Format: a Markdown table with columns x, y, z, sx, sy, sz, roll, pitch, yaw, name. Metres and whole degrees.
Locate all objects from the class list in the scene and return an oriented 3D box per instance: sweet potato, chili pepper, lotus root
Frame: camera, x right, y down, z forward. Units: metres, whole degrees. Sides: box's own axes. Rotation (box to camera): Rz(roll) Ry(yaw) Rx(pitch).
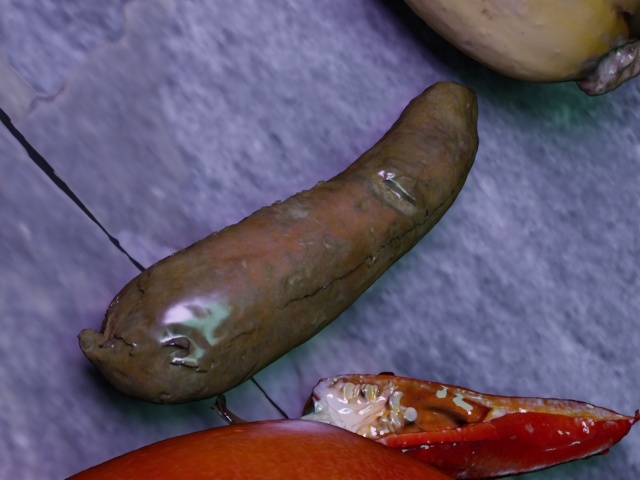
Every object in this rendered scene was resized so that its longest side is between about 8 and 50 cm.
| x | y | z | sx | sy | sz | roll | pitch | yaw | name |
| --- | --- | --- | --- | --- | --- | --- | --- | --- | --- |
| 0.000 | 0.000 | 0.758 | 0.273 | 0.075 | 0.075 | -35 | 102 | -32 | sweet potato |
| 0.063 | 0.101 | 0.797 | 0.268 | 0.059 | 0.050 | 6 | 119 | -33 | chili pepper |
| 0.072 | -0.199 | 0.793 | 0.303 | 0.131 | 0.146 | 53 | 38 | -15 | lotus root |

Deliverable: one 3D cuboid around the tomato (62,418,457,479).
| x | y | z | sx | sy | sz | roll | pitch | yaw | name |
| --- | --- | --- | --- | --- | --- | --- | --- | --- | --- |
| -0.045 | 0.211 | 0.609 | 0.298 | 0.226 | 0.298 | 3 | 83 | -23 | tomato |
